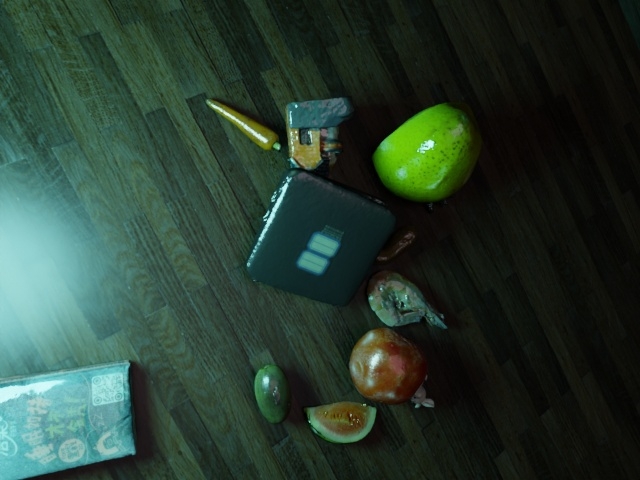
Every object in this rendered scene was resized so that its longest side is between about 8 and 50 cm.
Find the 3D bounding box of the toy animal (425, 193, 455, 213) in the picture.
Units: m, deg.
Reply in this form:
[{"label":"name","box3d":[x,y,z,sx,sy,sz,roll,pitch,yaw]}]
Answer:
[{"label":"toy animal","box3d":[0.416,-0.147,1.585,0.135,0.047,0.065,-26,86,-16]}]

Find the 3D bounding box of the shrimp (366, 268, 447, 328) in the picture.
[{"label":"shrimp","box3d":[0.281,0.221,1.486,0.317,0.062,0.164,36,77,-10]}]

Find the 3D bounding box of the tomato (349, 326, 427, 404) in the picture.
[{"label":"tomato","box3d":[0.199,0.376,1.360,0.232,0.188,0.232,2,81,-11]}]

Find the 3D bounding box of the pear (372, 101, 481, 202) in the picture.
[{"label":"pear","box3d":[0.376,-0.280,1.430,0.342,0.318,0.238,-14,69,-20]}]

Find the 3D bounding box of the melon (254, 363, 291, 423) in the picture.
[{"label":"melon","box3d":[-0.131,0.428,1.280,0.099,0.099,0.162,-12,87,-22]}]

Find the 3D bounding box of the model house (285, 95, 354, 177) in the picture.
[{"label":"model house","box3d":[-0.005,-0.255,1.336,0.190,0.271,0.301,-2,101,-7]}]

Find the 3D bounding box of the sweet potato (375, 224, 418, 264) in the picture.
[{"label":"sweet potato","box3d":[0.228,0.025,1.486,0.233,0.062,0.081,-29,79,-18]}]

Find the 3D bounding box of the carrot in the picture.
[{"label":"carrot","box3d":[-0.226,-0.344,1.359,0.256,0.061,0.061,32,73,-5]}]

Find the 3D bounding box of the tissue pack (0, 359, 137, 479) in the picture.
[{"label":"tissue pack","box3d":[-0.611,0.422,1.090,0.315,0.103,0.228,-4,84,-23]}]

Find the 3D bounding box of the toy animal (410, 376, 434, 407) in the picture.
[{"label":"toy animal","box3d":[0.305,0.473,1.460,0.085,0.071,0.124,10,71,-39]}]

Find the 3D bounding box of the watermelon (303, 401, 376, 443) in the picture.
[{"label":"watermelon","box3d":[0.064,0.543,1.369,0.245,0.063,0.119,7,68,-20]}]

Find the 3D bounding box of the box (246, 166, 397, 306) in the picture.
[{"label":"box","box3d":[0.000,0.000,1.300,0.359,0.091,0.350,20,108,-22]}]
